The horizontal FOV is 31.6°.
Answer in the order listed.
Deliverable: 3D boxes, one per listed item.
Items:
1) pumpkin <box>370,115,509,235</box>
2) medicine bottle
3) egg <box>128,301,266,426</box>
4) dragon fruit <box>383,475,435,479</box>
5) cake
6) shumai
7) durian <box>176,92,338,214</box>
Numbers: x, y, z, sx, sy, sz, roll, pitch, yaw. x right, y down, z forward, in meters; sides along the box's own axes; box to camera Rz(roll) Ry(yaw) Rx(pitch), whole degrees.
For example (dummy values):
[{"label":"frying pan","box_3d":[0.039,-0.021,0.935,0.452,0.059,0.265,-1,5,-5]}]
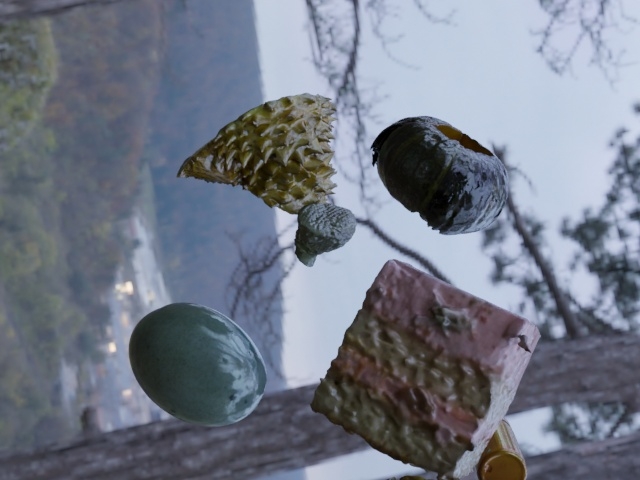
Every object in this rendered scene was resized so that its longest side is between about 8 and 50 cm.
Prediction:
[{"label":"pumpkin","box_3d":[0.270,-0.145,2.488,0.192,0.320,0.320,-58,-161,16]},{"label":"medicine bottle","box_3d":[0.340,0.412,2.194,0.192,0.096,0.096,-91,170,-77]},{"label":"egg","box_3d":[-0.187,0.185,1.701,0.236,0.169,0.169,31,-29,28]},{"label":"dragon fruit","box_3d":[0.117,0.479,1.651,0.263,0.314,0.296,51,-10,-3]},{"label":"cake","box_3d":[0.192,0.224,1.982,0.306,0.314,0.293,-65,164,2]},{"label":"shumai","box_3d":[0.000,0.000,1.413,0.083,0.082,0.080,-42,148,-54]},{"label":"durian","box_3d":[-0.058,-0.154,1.764,0.185,0.305,0.195,53,-59,28]}]
